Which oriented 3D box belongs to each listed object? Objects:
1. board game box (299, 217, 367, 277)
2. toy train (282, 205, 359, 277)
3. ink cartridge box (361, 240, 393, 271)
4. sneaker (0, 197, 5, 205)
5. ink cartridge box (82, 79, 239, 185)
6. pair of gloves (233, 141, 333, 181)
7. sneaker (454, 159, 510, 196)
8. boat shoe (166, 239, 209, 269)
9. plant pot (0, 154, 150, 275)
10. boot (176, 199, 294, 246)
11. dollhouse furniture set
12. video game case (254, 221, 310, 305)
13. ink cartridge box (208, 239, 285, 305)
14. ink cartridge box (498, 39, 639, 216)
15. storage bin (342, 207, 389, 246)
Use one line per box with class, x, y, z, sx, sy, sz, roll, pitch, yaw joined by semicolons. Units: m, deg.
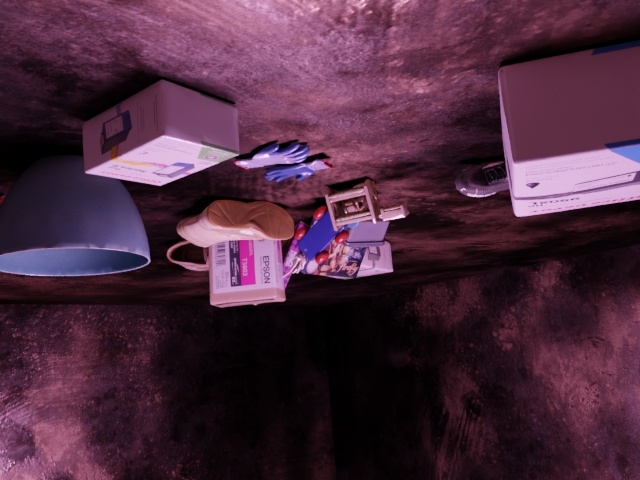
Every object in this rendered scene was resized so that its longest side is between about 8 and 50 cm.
board game box;0.045;0.023;1.927;0.042;0.165;0.243;28;-167;40
toy train;0.000;0.000;1.740;0.248;0.105;0.143;-46;171;34
ink cartridge box;0.099;0.055;2.215;0.198;0.115;0.272;-11;167;29
sneaker;-0.802;-0.044;1.392;0.278;0.108;0.118;-10;159;11
ink cartridge box;-0.258;-0.164;1.046;0.212;0.093;0.154;-12;168;38
pair of gloves;-0.070;-0.158;1.330;0.159;0.023;0.198;-9;167;28
sneaker;0.416;-0.152;1.445;0.234;0.078;0.106;-6;166;-13
boat shoe;-0.306;0.038;1.943;0.340;0.122;0.110;-10;168;28
plant pot;-0.478;-0.050;1.247;0.290;0.196;0.290;-4;168;-1
boot;-0.219;-0.034;1.689;0.261;0.095;0.203;5;165;-38
dollhouse furniture set;0.129;-0.108;1.578;0.181;0.101;0.161;-11;-168;25
video game case;-0.128;0.072;1.941;0.041;0.232;0.210;30;156;-18
ink cartridge box;-0.205;0.057;1.791;0.193;0.235;0.088;-8;166;13
ink cartridge box;0.465;-0.173;1.116;0.285;0.167;0.395;-8;169;16
storage bin;0.125;-0.047;1.821;0.135;0.098;0.091;0;140;-20
